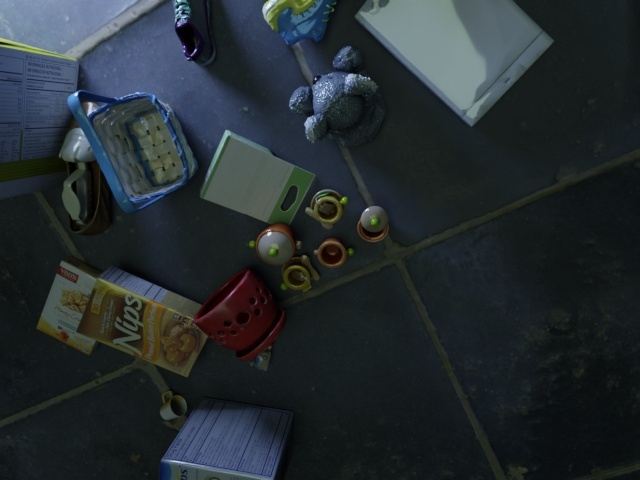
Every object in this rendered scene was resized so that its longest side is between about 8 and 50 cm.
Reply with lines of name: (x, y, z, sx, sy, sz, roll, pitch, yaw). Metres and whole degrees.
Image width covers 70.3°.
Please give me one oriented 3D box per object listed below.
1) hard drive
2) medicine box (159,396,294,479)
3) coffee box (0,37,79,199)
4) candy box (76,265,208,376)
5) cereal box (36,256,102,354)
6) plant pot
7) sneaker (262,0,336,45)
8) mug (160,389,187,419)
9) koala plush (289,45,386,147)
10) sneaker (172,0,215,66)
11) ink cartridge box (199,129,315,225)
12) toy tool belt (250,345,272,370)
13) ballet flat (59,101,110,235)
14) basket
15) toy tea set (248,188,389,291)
hard drive: (0.281, -0.452, 0.975, 0.353, 0.047, 0.233, 41, 107, -4)
medicine box: (-0.238, 0.579, 1.222, 0.290, 0.263, 0.149, 6, 106, 6)
coffee box: (-0.810, -0.299, 1.016, 0.338, 0.338, 0.334, 16, 107, 3)
candy box: (-0.460, 0.220, 1.222, 0.317, 0.087, 0.182, 26, 107, -10)
cereal box: (-0.681, 0.187, 1.286, 0.173, 0.047, 0.240, 28, 107, -2)
plant pot: (-0.192, 0.192, 1.149, 0.191, 0.191, 0.174, -40, 102, 16)
sneaker: (0.001, -0.514, 0.988, 0.240, 0.091, 0.126, -26, 119, 14)
mug: (-0.438, 0.491, 1.342, 0.064, 0.078, 0.062, -33, 131, 24)
koala plush: (0.047, -0.288, 0.962, 0.196, 0.221, 0.203, -39, 97, 15)
sneaker: (-0.292, -0.509, 1.011, 0.083, 0.098, 0.223, -11, 104, 11)
ink cartridge box: (-0.156, -0.143, 1.120, 0.235, 0.056, 0.171, 21, 110, -24)
toy tool belt: (-0.163, 0.315, 1.250, 0.051, 0.052, 0.083, 12, 106, -4)
ballet flat: (-0.594, -0.169, 1.135, 0.116, 0.124, 0.342, 11, 107, 5)
basket: (-0.409, -0.197, 1.014, 0.201, 0.289, 0.254, -20, 99, 8)
toy tea set: (0.000, 0.000, 1.092, 0.336, 0.124, 0.200, -33, 105, 15)
